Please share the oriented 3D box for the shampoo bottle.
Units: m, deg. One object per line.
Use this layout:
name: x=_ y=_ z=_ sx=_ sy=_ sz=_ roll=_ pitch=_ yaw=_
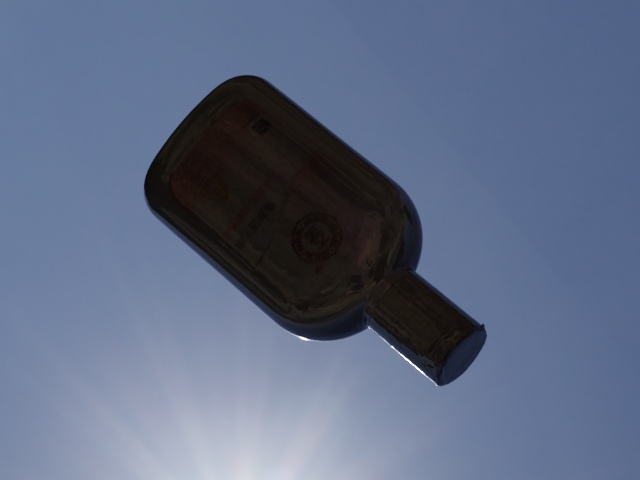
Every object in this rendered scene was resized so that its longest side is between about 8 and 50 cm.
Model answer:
shampoo bottle: x=0.000 y=0.000 z=0.646 sx=0.165 sy=0.040 sz=0.080 roll=40 pitch=-92 yaw=25
